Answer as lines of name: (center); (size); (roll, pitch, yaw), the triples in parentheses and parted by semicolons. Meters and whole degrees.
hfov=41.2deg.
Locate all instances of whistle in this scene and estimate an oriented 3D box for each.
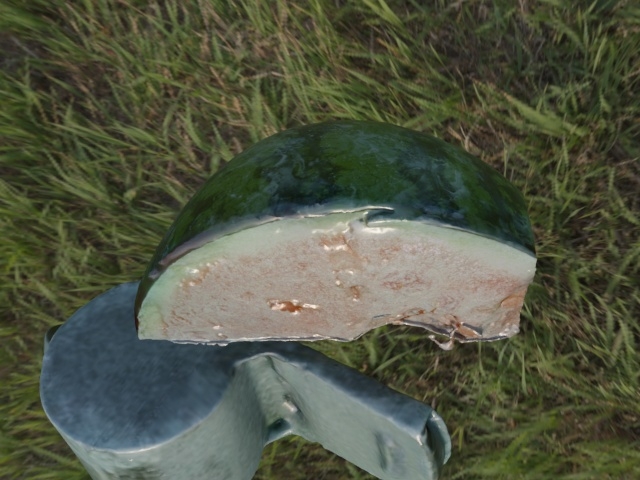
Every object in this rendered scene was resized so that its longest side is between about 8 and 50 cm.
whistle: (-0.083, 0.152, 0.825); (0.404, 0.168, 0.188); (-4, 49, 5)

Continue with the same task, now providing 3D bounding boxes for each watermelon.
watermelon: (0.000, 0.000, 0.649); (0.305, 0.224, 0.180); (-3, 98, 6)
